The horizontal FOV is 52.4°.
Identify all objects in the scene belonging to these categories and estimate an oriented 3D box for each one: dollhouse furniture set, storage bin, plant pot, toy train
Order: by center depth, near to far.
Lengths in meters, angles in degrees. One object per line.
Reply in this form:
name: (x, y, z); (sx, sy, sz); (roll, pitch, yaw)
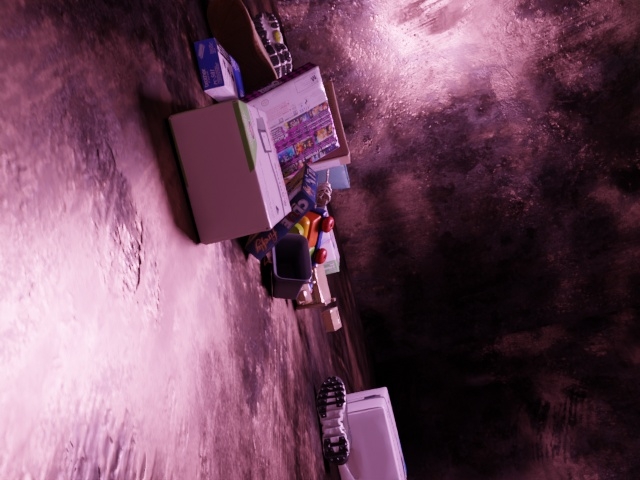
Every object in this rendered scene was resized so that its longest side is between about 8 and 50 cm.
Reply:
storage bin: (-0.080, 0.063, 1.440); (0.091, 0.098, 0.135); (110, -21, -43)
toy train: (-0.040, -0.041, 1.550); (0.143, 0.105, 0.248); (-35, 141, -59)
dollhouse furniture set: (-0.045, 0.161, 1.667); (0.161, 0.101, 0.182); (-18, 96, -60)
plant pot: (-0.028, -0.296, 2.191); (0.290, 0.195, 0.291); (-14, 90, -85)

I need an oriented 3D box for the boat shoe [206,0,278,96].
boat shoe: (-0.158, -0.386, 1.486); (0.110, 0.121, 0.341); (-57, 132, -81)

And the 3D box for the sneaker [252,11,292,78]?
sneaker: (-0.158, -0.627, 2.192); (0.118, 0.107, 0.279); (97, -16, -79)

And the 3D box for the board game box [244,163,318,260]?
board game box: (-0.076, -0.065, 1.362); (0.042, 0.165, 0.243); (42, 15, -12)

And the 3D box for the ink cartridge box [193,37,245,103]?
ink cartridge box: (-0.201, -0.335, 1.329); (0.207, 0.046, 0.097); (-4, 82, -85)

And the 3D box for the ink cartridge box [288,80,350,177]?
ink cartridge box: (-0.060, -0.259, 1.574); (0.088, 0.234, 0.194); (56, 22, -80)

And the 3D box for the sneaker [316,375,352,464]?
sneaker: (0.038, 0.471, 1.679); (0.106, 0.078, 0.234); (73, 10, -56)

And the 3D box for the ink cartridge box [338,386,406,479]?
ink cartridge box: (0.151, 0.620, 1.955); (0.395, 0.166, 0.286); (33, 43, -81)

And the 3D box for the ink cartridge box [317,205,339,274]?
ink cartridge box: (0.000, 0.000, 2.306); (0.154, 0.093, 0.213); (-82, 156, -73)

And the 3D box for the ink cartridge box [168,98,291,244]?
ink cartridge box: (-0.138, -0.116, 1.078); (0.273, 0.114, 0.199); (-66, 142, -81)

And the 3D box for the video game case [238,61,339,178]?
video game case: (-0.082, -0.241, 1.408); (0.042, 0.232, 0.210); (41, -23, 47)

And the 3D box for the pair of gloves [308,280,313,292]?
pair of gloves: (-0.051, 0.079, 1.979); (0.198, 0.023, 0.159); (-64, 138, -83)

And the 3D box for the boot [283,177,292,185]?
boot: (-0.108, -0.206, 1.692); (0.262, 0.095, 0.204); (-95, 169, -61)
